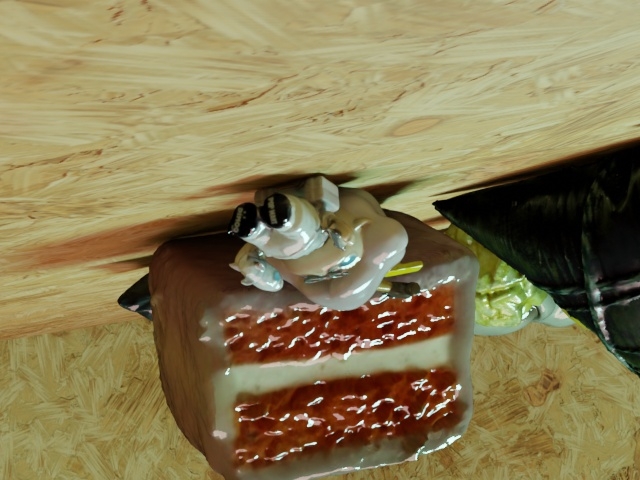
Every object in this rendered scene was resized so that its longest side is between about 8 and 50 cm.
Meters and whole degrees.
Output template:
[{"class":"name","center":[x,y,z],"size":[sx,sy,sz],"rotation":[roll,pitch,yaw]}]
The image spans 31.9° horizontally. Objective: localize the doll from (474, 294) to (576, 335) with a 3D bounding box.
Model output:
[{"class":"doll","center":[0.363,0.063,2.061],"size":[0.226,0.214,0.370],"rotation":[6,-170,40]}]

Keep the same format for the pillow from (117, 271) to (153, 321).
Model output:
[{"class":"pillow","center":[-0.119,0.060,1.417],"size":[0.250,0.106,0.186],"rotation":[-7,175,-1]}]

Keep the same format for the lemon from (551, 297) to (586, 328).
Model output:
[{"class":"lemon","center":[0.432,0.018,1.545],"size":[0.234,0.233,0.288],"rotation":[-8,163,-35]}]

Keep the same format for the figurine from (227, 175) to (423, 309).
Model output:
[{"class":"figurine","center":[0.000,0.000,0.975],"size":[0.137,0.111,0.229],"rotation":[-22,159,22]}]

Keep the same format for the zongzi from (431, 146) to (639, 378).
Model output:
[{"class":"zongzi","center":[0.332,0.018,1.296],"size":[0.362,0.319,0.383],"rotation":[-1,143,33]}]

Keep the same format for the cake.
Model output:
[{"class":"cake","center":[-0.014,0.104,1.181],"size":[0.309,0.237,0.230],"rotation":[-8,-165,-18]}]

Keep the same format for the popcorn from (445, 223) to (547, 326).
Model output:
[{"class":"popcorn","center":[0.265,0.031,1.688],"size":[0.167,0.187,0.185],"rotation":[31,-145,31]}]
